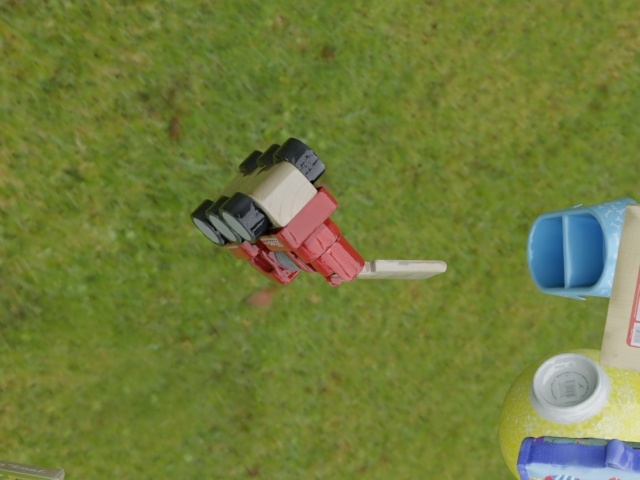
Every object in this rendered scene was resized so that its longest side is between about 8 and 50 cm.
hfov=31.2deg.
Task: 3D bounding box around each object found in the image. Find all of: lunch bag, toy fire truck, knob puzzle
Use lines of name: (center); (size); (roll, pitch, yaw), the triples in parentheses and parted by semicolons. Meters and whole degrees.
lunch bag: (0.355, 0.278, 1.315); (0.293, 0.221, 0.138); (56, 42, -57)
toy fire truck: (0.000, 0.000, 1.355); (0.158, 0.217, 0.246); (-46, 103, -15)
knob puzzle: (0.380, 0.055, 1.104); (0.213, 0.213, 0.030); (-61, 174, 25)

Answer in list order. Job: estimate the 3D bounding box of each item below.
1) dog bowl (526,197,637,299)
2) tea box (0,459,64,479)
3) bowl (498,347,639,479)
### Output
dog bowl: (0.433, 0.017, 1.886); (0.074, 0.297, 0.165); (-1, 88, -18)
tea box: (-0.367, 0.362, 0.925); (0.220, 0.323, 0.328); (9, 94, -1)
bowl: (0.431, 0.283, 1.947); (0.289, 0.289, 0.156); (-35, 134, -9)
